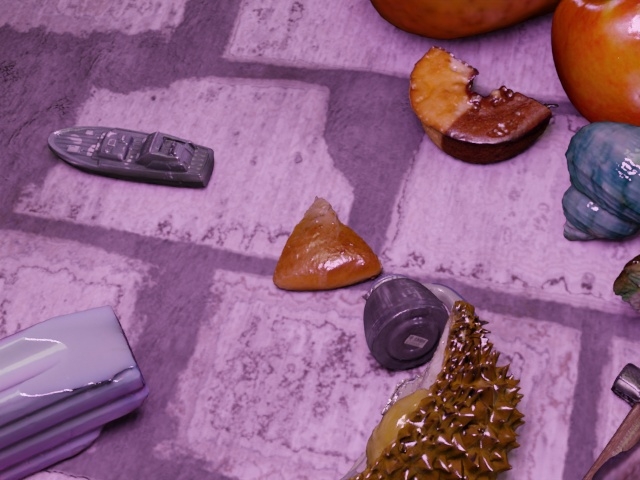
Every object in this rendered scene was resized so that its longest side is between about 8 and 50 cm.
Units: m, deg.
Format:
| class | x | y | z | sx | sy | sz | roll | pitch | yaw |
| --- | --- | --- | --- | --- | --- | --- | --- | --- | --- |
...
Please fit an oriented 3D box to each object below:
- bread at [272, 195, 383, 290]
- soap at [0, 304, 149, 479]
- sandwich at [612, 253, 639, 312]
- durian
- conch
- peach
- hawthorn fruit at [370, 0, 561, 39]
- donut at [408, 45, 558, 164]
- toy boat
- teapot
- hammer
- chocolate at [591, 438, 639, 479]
| class | x | y | z | sx | sy | sz | roll | pitch | yaw |
| --- | --- | --- | --- | --- | --- | --- | --- | --- | --- |
| bread | -0.010 | 0.020 | 1.481 | 0.136 | 0.054 | 0.154 | -35 | 58 | -11 |
| soap | -0.380 | 0.209 | 1.327 | 0.323 | 0.193 | 0.109 | -23 | 59 | -8 |
| sandwich | 0.471 | 0.067 | 1.345 | 0.184 | 0.109 | 0.160 | -19 | 75 | -29 |
| durian | 0.143 | 0.225 | 1.292 | 0.306 | 0.172 | 0.166 | -62 | 27 | -8 |
| conch | 0.399 | -0.070 | 1.414 | 0.134 | 0.202 | 0.196 | -15 | 63 | -24 |
| peach | 0.451 | -0.251 | 1.480 | 0.245 | 0.275 | 0.248 | -12 | 33 | 45 |
| hawthorn fruit | 0.218 | -0.525 | 1.568 | 0.471 | 0.472 | 0.472 | -3 | 58 | 5 |
| donut | 0.215 | -0.183 | 1.557 | 0.141 | 0.085 | 0.217 | -42 | 62 | -17 |
| toy boat | -0.287 | -0.132 | 1.588 | 0.260 | 0.085 | 0.078 | 10 | 61 | 13 |
| teapot | 0.121 | 0.089 | 1.391 | 0.149 | 0.111 | 0.108 | -24 | 44 | -1 |
| hammer | 0.317 | 0.312 | 1.271 | 0.111 | 0.043 | 0.365 | 34 | 70 | 23 |
| chocolate | 0.415 | 0.356 | 1.110 | 0.213 | 0.303 | 0.303 | 34 | 63 | -13 |
